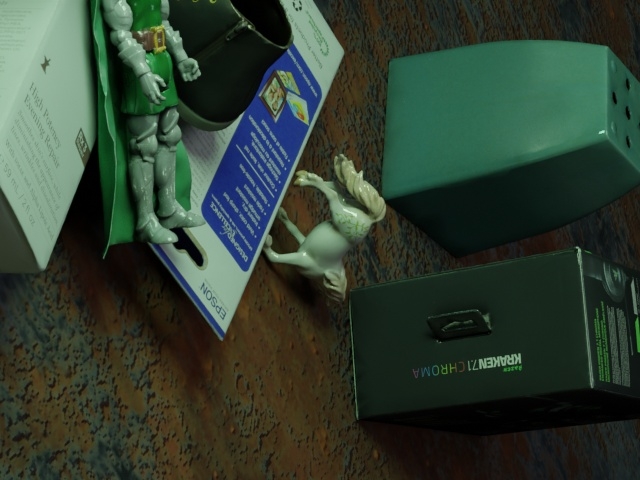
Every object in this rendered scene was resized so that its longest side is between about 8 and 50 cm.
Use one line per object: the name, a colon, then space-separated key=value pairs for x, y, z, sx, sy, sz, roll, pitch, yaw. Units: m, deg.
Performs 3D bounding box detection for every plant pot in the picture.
plant pot: x=0.208 y=-0.107 z=1.726 sx=0.165 sy=0.234 sz=0.165 roll=36 pitch=50 yaw=-48

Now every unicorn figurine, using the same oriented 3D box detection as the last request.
unicorn figurine: x=0.000 y=0.000 z=1.491 sx=0.111 sy=0.162 sz=0.060 roll=37 pitch=49 yaw=-11

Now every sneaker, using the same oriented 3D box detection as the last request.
sneaker: x=-0.119 y=-0.195 z=1.274 sx=0.222 sy=0.118 sz=0.083 roll=42 pitch=44 yaw=-4

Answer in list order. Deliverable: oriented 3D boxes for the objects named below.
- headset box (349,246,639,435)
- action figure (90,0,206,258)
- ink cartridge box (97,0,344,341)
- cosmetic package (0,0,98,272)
headset box: x=0.194 y=0.106 z=1.622 sx=0.283 sy=0.246 sz=0.131 roll=15 pitch=68 yaw=-55
action figure: x=-0.126 y=-0.116 z=1.205 sx=0.137 sy=0.063 sz=0.232 roll=-42 pitch=128 yaw=-65
ink cartridge box: x=-0.088 y=-0.104 z=1.408 sx=0.176 sy=0.069 sz=0.371 roll=56 pitch=36 yaw=-32
cosmetic package: x=-0.208 y=-0.100 z=1.163 sx=0.117 sy=0.085 sz=0.231 roll=73 pitch=26 yaw=-48
